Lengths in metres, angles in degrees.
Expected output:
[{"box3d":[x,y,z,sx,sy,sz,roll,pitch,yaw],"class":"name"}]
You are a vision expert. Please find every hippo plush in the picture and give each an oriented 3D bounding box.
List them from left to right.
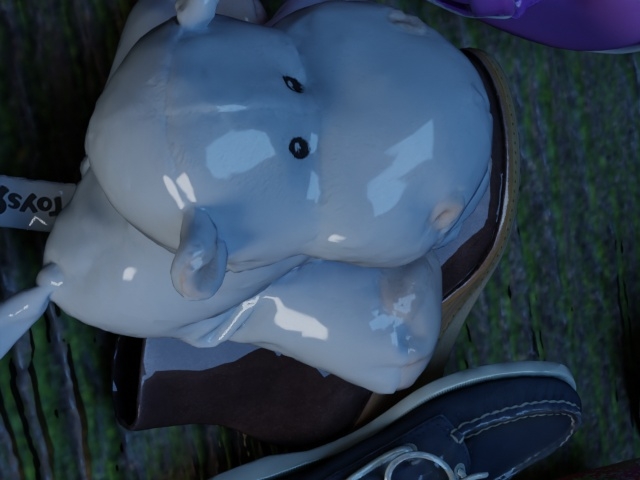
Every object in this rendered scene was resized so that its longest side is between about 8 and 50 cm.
[{"box3d":[-0.042,-0.059,0.882,0.294,0.236,0.234,0,71,-9],"class":"hippo plush"}]

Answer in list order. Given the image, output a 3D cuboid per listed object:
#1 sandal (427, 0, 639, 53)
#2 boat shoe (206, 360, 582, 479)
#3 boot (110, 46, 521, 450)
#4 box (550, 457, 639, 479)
[{"box3d":[0.024,-0.183,0.962,0.416,0.169,0.102,32,67,-34],"class":"sandal"},{"box3d":[0.039,0.143,1.043,0.255,0.079,0.095,-18,134,-13],"class":"boat shoe"},{"box3d":[0.000,0.000,1.044,0.207,0.090,0.248,8,100,-36],"class":"boot"},{"box3d":[0.112,0.250,1.115,0.300,0.142,0.154,-12,107,-19],"class":"box"}]
